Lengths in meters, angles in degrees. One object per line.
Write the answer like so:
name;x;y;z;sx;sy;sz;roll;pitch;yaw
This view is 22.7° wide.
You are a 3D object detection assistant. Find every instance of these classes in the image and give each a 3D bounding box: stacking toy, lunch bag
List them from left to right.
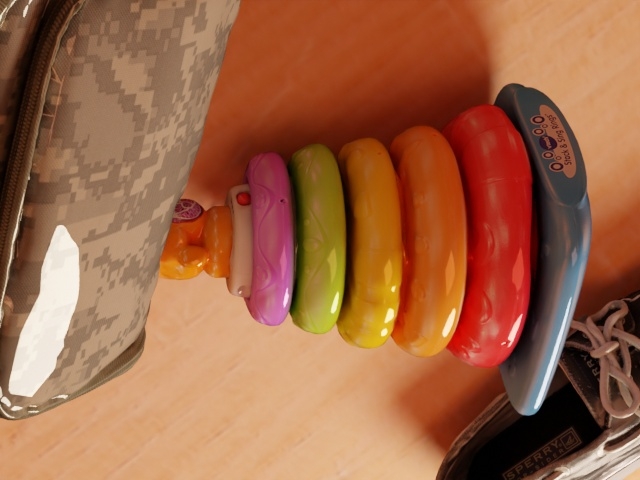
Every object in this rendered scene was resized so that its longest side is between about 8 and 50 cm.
lunch bag;-0.177;-0.064;0.784;0.256;0.212;0.305;-3;123;-34
stacking toy;0.000;0.000;0.969;0.302;0.175;0.166;0;130;-9

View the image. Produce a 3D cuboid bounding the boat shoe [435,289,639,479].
boat shoe;0.209;0.099;1.146;0.306;0.113;0.105;-37;146;15
